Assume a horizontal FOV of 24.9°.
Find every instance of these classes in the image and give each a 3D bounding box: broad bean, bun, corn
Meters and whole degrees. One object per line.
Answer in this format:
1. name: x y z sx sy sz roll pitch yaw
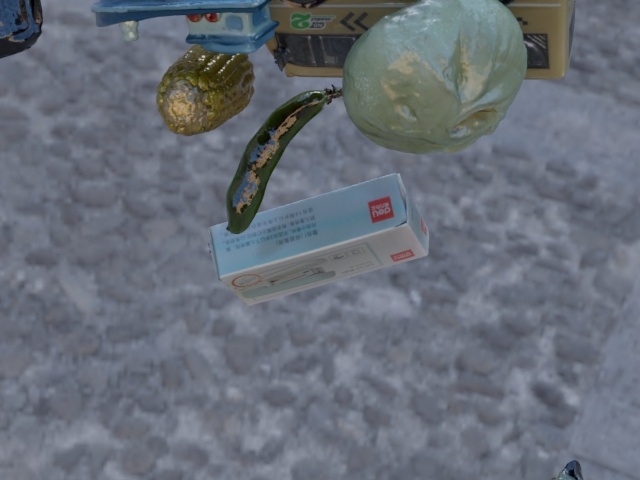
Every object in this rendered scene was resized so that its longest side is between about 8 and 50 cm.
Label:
1. broad bean: -0.056 -0.107 1.776 0.069 0.227 0.039 39 12 -6
2. bun: 0.120 -0.158 1.456 0.195 0.195 0.118 -12 58 -24
3. corn: -0.132 -0.175 1.660 0.097 0.097 0.261 13 16 5

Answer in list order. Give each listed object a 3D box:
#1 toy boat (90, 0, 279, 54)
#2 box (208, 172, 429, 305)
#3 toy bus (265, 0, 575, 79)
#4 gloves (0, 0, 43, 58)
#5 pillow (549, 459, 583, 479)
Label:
1. toy boat: -0.148 -0.251 1.562 0.238 0.098 0.109 5 32 27
2. box: 0.000 0.000 1.895 0.269 0.135 0.079 -16 67 10
3. toy bus: 0.104 -0.283 1.626 0.366 0.201 0.177 3 48 14
4. gloves: -0.320 -0.249 1.024 0.197 0.301 0.152 -18 35 4
5. pillow: 0.162 0.389 1.267 0.310 0.312 0.119 -16 0 -31
